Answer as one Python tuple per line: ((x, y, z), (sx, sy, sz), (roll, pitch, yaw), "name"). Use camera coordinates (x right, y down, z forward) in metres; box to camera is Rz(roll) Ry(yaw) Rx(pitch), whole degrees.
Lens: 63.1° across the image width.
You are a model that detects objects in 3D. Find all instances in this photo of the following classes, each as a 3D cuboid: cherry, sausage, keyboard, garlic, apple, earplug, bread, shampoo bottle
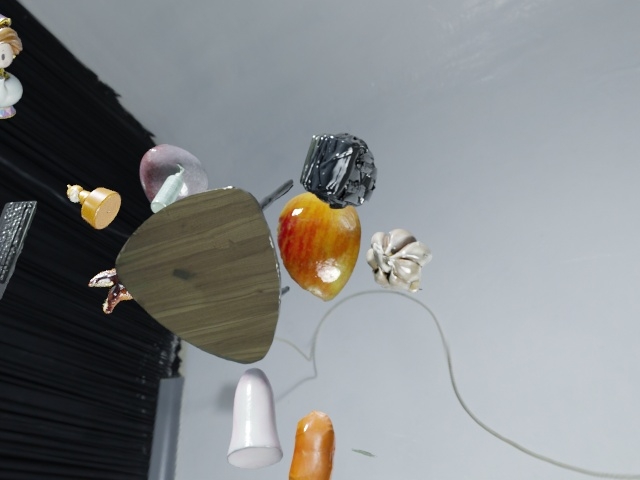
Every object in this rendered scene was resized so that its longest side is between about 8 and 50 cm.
((-0.489, -0.202, 1.743), (0.213, 0.266, 0.183), (-36, 41, -13), "cherry")
((-0.019, 0.641, 1.540), (0.133, 0.133, 0.259), (-8, 57, 29), "sausage")
((-0.565, 0.015, 0.923), (0.074, 0.015, 0.197), (1, 63, 10), "keyboard")
((0.141, 0.030, 1.043), (0.131, 0.194, 0.127), (22, 86, 36), "garlic")
((0.000, 0.000, 1.604), (0.253, 0.179, 0.346), (-2, 65, 6), "apple")
((-0.211, 0.553, 1.683), (0.172, 0.172, 0.301), (-25, 43, 18), "earplug")
((-0.592, 0.128, 1.665), (0.268, 0.095, 0.139), (-24, 78, -30), "bread")
((-0.453, -0.158, 1.588), (0.056, 0.056, 0.195), (-14, 38, 26), "shampoo bottle")

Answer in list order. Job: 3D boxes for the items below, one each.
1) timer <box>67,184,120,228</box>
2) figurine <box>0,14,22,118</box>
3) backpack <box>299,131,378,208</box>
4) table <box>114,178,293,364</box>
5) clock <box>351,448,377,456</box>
((-0.744, -0.127, 1.669), (0.152, 0.132, 0.132), (28, 77, 4), "timer")
((-0.824, -0.446, 1.295), (0.189, 0.142, 0.264), (39, 128, 35), "figurine")
((0.073, -0.180, 1.413), (0.133, 0.258, 0.206), (24, 95, 31), "backpack")
((-0.159, 0.043, 0.996), (0.317, 0.318, 0.249), (-22, 12, 21), "table")
((0.138, 0.662, 1.623), (0.083, 0.074, 0.010), (-3, 58, 40), "clock")
